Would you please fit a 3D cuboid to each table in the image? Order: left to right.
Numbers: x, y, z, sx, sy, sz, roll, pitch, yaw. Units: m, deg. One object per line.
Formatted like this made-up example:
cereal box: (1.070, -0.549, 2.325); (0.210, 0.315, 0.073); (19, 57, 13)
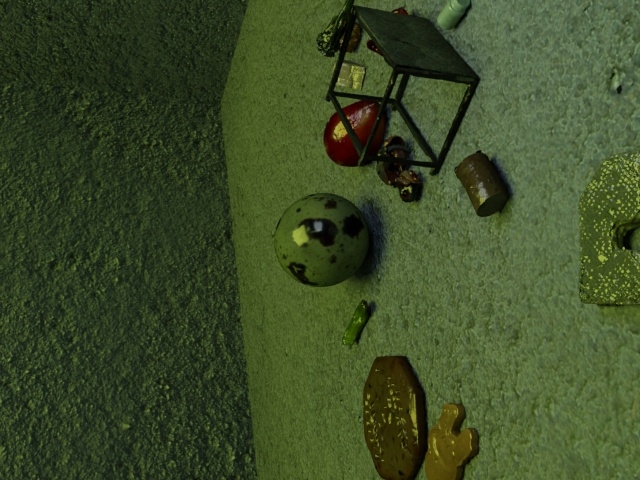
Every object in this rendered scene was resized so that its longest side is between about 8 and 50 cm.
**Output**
table: (0.186, -0.377, 1.632); (0.335, 0.222, 0.272); (-109, 31, -46)

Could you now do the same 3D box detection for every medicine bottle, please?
medicine bottle: (0.315, -0.542, 1.544); (0.083, 0.047, 0.047); (132, 136, -59)

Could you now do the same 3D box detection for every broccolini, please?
broccolini: (0.055, -0.542, 1.629); (0.202, 0.068, 0.091); (-44, 17, 49)

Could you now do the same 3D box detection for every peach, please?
peach: (0.101, -0.312, 1.971); (0.267, 0.159, 0.153); (146, 118, -63)

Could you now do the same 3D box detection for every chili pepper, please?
chili pepper: (0.114, 0.250, 2.010); (0.052, 0.050, 0.201); (55, 140, 35)

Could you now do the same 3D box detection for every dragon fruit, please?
dragon fruit: (0.212, -0.550, 1.784); (0.147, 0.096, 0.102); (-45, 41, 11)

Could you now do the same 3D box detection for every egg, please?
egg: (0.000, 0.000, 2.007); (0.379, 0.288, 0.287); (172, 100, -78)

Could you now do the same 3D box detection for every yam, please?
yam: (0.344, -0.119, 1.385); (0.084, 0.084, 0.127); (113, 147, -45)

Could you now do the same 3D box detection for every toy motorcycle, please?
toy motorcycle: (0.210, -0.200, 1.750); (0.212, 0.084, 0.118); (61, 143, 41)

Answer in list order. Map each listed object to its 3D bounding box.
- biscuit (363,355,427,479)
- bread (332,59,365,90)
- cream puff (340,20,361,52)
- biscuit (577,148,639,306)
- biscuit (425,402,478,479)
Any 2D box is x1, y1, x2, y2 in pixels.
biscuit: (0.193, 0.484, 1.781); (0.359, 0.046, 0.358); (-179, 90, -69)
bread: (0.104, -0.551, 2.158); (0.152, 0.105, 0.077); (-55, -23, -65)
cream puff: (0.077, -0.679, 2.143); (0.116, 0.094, 0.122); (147, 127, -63)
biscuit: (0.478, -0.016, 1.048); (0.147, 0.046, 0.249); (173, 98, -70)
biscuit: (0.295, 0.489, 1.522); (0.144, 0.040, 0.236); (-105, 28, -52)
